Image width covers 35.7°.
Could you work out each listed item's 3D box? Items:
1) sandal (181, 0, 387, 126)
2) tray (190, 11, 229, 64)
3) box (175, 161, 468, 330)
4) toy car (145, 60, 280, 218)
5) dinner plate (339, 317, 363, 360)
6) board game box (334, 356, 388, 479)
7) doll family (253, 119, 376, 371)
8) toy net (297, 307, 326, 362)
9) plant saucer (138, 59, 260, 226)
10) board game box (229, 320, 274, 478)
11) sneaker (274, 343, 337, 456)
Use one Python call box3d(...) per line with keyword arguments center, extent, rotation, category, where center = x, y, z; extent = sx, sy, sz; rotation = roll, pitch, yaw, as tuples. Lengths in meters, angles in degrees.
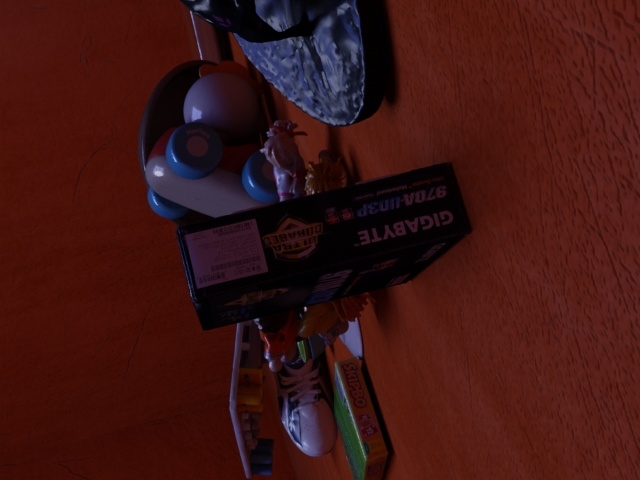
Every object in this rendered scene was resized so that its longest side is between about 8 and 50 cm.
box3d(center=(-0.099, -0.269, 0.702), extent=(0.167, 0.107, 0.446), rotation=(-13, 107, 60), category="sandal")
box3d(center=(-0.208, -0.405, 1.851), extent=(0.145, 0.030, 0.270), rotation=(-82, -16, -61), category="tray")
box3d(center=(-0.008, 0.012, 0.703), extent=(0.220, 0.175, 0.051), rotation=(118, 138, -78), category="box")
box3d(center=(-0.127, -0.155, 1.440), extent=(0.219, 0.210, 0.238), rotation=(136, 149, -67), category="toy car")
box3d(center=(0.024, 0.079, 1.209), extent=(0.141, 0.017, 0.141), rotation=(167, 90, -84), category="dinner plate")
box3d(center=(0.048, 0.248, 1.273), extent=(0.259, 0.039, 0.124), rotation=(95, 159, -64), category="board game box")
box3d(center=(0.000, 0.000, 0.980), extent=(0.163, 0.118, 0.263), rotation=(78, -167, -68), category="doll family")
box3d(center=(-0.035, 0.073, 1.518), extent=(0.232, 0.045, 0.122), rotation=(-113, 11, -50), category="toy net")
box3d(center=(-0.196, -0.150, 1.604), extent=(0.041, 0.278, 0.278), rotation=(3, 114, 36), category="plant saucer")
box3d(center=(-0.105, 0.185, 1.789), extent=(0.390, 0.050, 0.390), rotation=(88, -175, -60), category="board game box")
box3d(center=(-0.034, 0.221, 1.599), extent=(0.153, 0.094, 0.235), rotation=(72, -170, -63), category="sneaker")
